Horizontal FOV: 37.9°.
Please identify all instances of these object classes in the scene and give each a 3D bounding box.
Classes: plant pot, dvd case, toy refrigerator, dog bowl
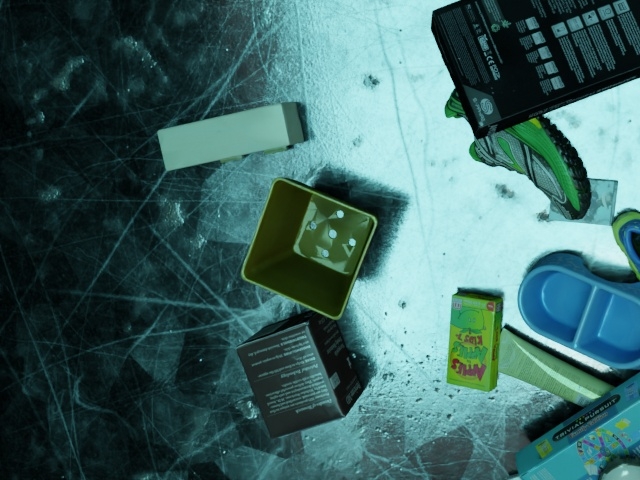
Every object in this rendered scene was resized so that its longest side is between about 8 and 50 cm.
[{"bbox_3d":[0.000,0.000,1.820,0.212,0.187,0.212,23,105,11],"label":"plant pot"},{"bbox_3d":[0.495,-0.075,1.759,0.119,0.013,0.087,7,101,14],"label":"dvd case"},{"bbox_3d":[-0.180,-0.206,1.883,0.269,0.102,0.094,-11,96,17],"label":"toy refrigerator"},{"bbox_3d":[0.497,0.134,1.713,0.297,0.074,0.166,25,109,30],"label":"dog bowl"}]

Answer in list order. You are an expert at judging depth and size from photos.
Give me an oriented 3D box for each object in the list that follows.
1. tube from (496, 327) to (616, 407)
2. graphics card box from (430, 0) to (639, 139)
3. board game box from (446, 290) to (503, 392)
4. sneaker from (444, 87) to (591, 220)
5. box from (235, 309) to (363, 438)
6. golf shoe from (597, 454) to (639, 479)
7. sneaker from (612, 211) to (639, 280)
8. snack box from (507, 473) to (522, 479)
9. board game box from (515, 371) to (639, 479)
[{"bbox_3d":[0.448,0.258,1.807,0.240,0.062,0.070,24,70,14],"label":"tube"},{"bbox_3d":[0.402,-0.350,1.621,0.371,0.094,0.232,-21,81,0],"label":"graphics card box"},{"bbox_3d":[0.302,0.198,1.830,0.092,0.043,0.181,8,101,31],"label":"board game box"},{"bbox_3d":[0.371,-0.170,1.732,0.146,0.134,0.343,-44,77,24],"label":"sneaker"},{"bbox_3d":[-0.039,0.261,1.883,0.167,0.168,0.203,-21,93,17],"label":"box"},{"bbox_3d":[0.562,0.519,1.685,0.105,0.120,0.272,-4,111,7],"label":"golf shoe"},{"bbox_3d":[0.613,0.058,1.687,0.091,0.126,0.240,-42,86,18],"label":"sneaker"},{"bbox_3d":[0.439,0.549,1.872,0.064,0.022,0.178,-21,93,19],"label":"snack box"},{"bbox_3d":[0.579,0.414,1.746,0.336,0.079,0.254,-39,105,17],"label":"board game box"}]
